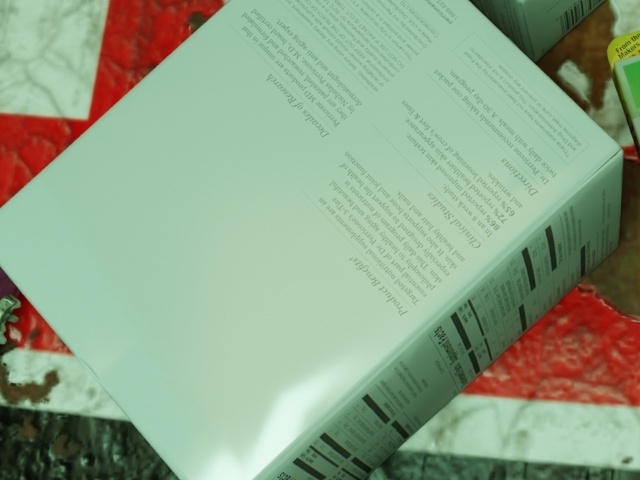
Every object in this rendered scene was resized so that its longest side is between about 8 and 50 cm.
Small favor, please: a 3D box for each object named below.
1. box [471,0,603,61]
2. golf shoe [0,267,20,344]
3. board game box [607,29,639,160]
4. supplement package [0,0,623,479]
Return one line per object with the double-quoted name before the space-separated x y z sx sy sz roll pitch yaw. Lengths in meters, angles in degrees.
"box" 0.130 -0.181 0.941 0.101 0.102 0.087 -42 70 -1
"golf shoe" -0.309 0.088 0.946 0.140 0.115 0.306 42 85 16
"board game box" 0.257 -0.020 0.913 0.124 0.039 0.259 -16 71 5
"supplement package" 0.000 0.000 0.867 0.262 0.198 0.199 -42 73 -2
